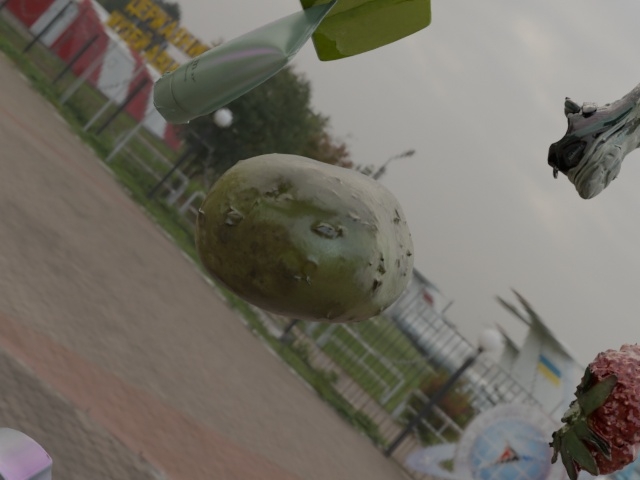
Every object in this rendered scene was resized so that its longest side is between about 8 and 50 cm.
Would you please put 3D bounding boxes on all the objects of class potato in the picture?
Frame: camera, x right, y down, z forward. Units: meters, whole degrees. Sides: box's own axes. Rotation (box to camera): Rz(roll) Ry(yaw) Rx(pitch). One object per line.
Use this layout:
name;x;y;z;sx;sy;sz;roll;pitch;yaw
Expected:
potato;0.000;0.000;1.062;0.210;0.173;0.307;16;6;27

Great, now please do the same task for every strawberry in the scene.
strawberry;0.385;0.221;1.221;0.098;0.174;0.228;34;21;30

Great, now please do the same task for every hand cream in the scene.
hand cream;-0.069;-0.148;0.817;0.205;0.078;0.050;-16;-59;46

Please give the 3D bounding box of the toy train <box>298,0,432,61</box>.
toy train;-0.018;-0.363;0.817;0.237;0.150;0.369;65;6;-73

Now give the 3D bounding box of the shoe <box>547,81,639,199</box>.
shoe;0.308;-0.130;1.067;0.099;0.169;0.071;35;-14;30

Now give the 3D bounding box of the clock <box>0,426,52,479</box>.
clock;-0.543;0.430;1.487;0.338;0.338;0.102;43;26;11
